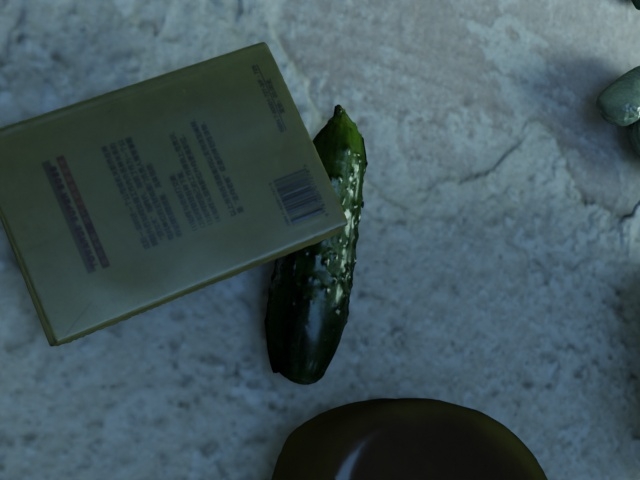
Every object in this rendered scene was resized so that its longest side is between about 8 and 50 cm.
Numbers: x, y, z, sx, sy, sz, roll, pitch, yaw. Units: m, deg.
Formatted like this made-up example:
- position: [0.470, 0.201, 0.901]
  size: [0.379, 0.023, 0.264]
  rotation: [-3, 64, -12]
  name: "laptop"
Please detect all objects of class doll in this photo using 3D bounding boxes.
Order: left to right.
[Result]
- position: [0.354, -0.101, 1.001]
  size: [0.214, 0.071, 0.104]
  rotation: [24, 55, -15]
  name: "doll"

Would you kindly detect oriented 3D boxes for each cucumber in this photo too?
- position: [0.000, 0.000, 0.823]
  size: [0.069, 0.069, 0.227]
  rotation: [16, 77, -24]
  name: "cucumber"

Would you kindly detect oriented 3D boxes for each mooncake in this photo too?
- position: [0.059, 0.227, 0.809]
  size: [0.234, 0.117, 0.235]
  rotation: [3, 83, -25]
  name: "mooncake"

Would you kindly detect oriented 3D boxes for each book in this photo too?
- position: [-0.113, -0.037, 0.758]
  size: [0.230, 0.026, 0.161]
  rotation: [-21, 83, -18]
  name: "book"

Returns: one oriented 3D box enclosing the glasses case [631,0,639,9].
- position: [0.381, -0.288, 1.020]
  size: [0.184, 0.078, 0.039]
  rotation: [-34, 98, -24]
  name: "glasses case"
